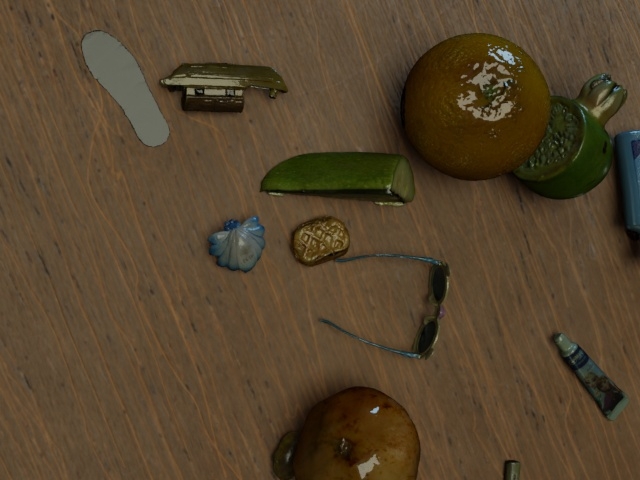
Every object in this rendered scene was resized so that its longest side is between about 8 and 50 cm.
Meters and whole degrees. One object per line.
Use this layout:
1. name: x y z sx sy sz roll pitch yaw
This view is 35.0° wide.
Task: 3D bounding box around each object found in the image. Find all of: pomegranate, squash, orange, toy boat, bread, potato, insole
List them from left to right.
1. insole: -0.340 -0.269 1.790 0.080 0.003 0.232 -34 98 -11
2. toy boat: -0.170 -0.271 1.802 0.226 0.068 0.088 1 95 -17
3. potato: -0.060 0.390 1.838 0.046 0.045 0.092 22 87 -49
4. bread: 0.000 0.000 1.852 0.111 0.044 0.083 -19 93 -10
5. squash: 0.033 -0.118 1.873 0.252 0.169 0.093 2 86 20
6. pomegranate: 0.064 0.381 1.778 0.248 0.248 0.248 0 90 -14
7. orange: 0.275 -0.237 1.801 0.274 0.274 0.274 0 90 -14
8. pomegranate: 0.468 -0.189 1.900 0.159 0.190 0.240 21 83 -40

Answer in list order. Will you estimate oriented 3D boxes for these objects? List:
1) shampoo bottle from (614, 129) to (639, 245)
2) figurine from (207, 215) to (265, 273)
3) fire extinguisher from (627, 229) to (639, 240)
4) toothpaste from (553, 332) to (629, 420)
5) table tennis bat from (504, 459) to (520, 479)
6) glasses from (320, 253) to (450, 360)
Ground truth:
1. shampoo bottle: 0.638 -0.085 1.976 0.104 0.061 0.258 -3 81 -6
2. figurine: -0.143 0.014 1.810 0.114 0.079 0.114 -21 129 -28
3. fire extinguisher: 0.687 -0.054 2.025 0.173 0.035 0.049 -38 95 -8
4. toothpaste: 0.528 0.261 1.986 0.062 0.037 0.216 -44 104 -11
5. table tennis bat: 0.361 0.542 1.953 0.131 0.022 0.234 4 91 -13
6. glasses: 0.123 0.111 1.887 0.221 0.088 0.189 12 88 7
